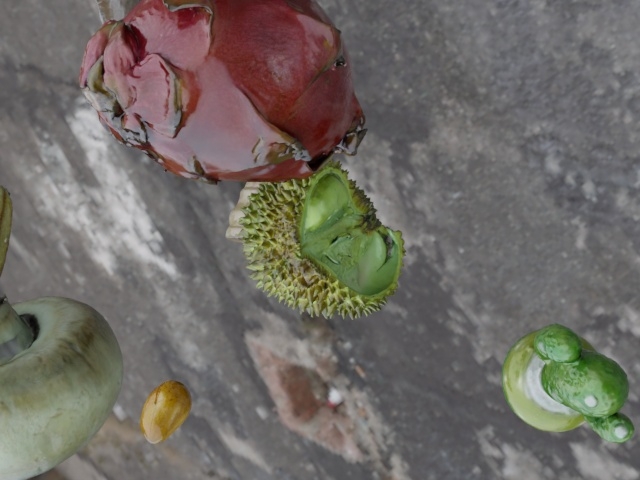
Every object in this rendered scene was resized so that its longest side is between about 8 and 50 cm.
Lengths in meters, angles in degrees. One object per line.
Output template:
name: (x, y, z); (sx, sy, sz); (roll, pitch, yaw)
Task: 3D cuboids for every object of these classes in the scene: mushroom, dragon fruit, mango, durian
mushroom: (-0.470, 0.210, 1.561); (0.352, 0.352, 0.260); (11, 125, 60)
dragon fruit: (-0.084, -0.165, 1.081); (0.314, 0.250, 0.250); (16, 166, -18)
mango: (-0.191, 0.212, 1.294); (0.060, 0.089, 0.046); (-8, 128, 23)
durian: (-0.003, -0.002, 1.396); (0.237, 0.200, 0.176); (34, 163, -36)

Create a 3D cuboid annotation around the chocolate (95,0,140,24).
chocolate: (-0.295, -0.365, 1.715); (0.157, 0.080, 0.254); (-83, -13, -45)

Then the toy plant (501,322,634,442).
toy plant: (0.425, 0.243, 1.788); (0.224, 0.184, 0.316); (54, 175, 4)

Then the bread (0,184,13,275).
bread: (-0.596, -0.011, 1.659); (0.234, 0.184, 0.110); (9, 174, 33)

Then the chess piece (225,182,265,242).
chess piece: (-0.077, -0.189, 1.777); (0.117, 0.117, 0.397); (-1, 81, 64)
